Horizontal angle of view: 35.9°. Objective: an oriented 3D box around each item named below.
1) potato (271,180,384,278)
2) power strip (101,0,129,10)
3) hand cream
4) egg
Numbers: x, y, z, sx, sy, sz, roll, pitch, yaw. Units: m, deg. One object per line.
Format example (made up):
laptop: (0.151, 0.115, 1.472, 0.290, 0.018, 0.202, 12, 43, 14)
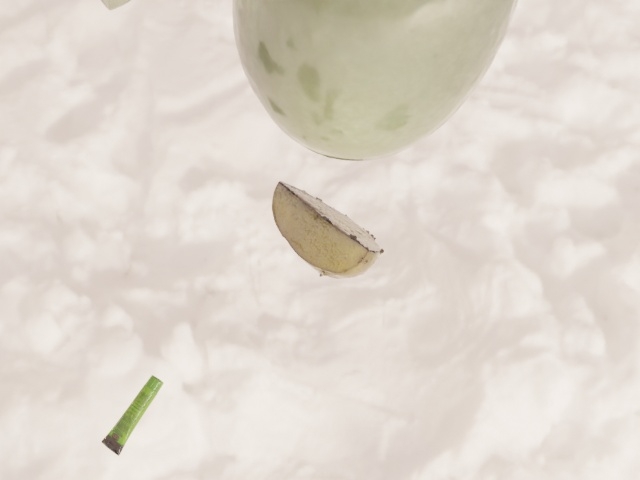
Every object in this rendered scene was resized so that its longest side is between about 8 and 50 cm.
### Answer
potato: (0.000, 0.000, 1.391, 0.172, 0.089, 0.100, 35, 14, 16)
power strip: (-0.156, -0.231, 0.669, 0.029, 0.227, 0.080, -32, 85, -13)
hand cream: (-0.272, 0.252, 1.439, 0.036, 0.023, 0.122, 31, 80, 22)
egg: (0.052, -0.240, 0.896, 0.258, 0.352, 0.258, 9, 28, -5)
